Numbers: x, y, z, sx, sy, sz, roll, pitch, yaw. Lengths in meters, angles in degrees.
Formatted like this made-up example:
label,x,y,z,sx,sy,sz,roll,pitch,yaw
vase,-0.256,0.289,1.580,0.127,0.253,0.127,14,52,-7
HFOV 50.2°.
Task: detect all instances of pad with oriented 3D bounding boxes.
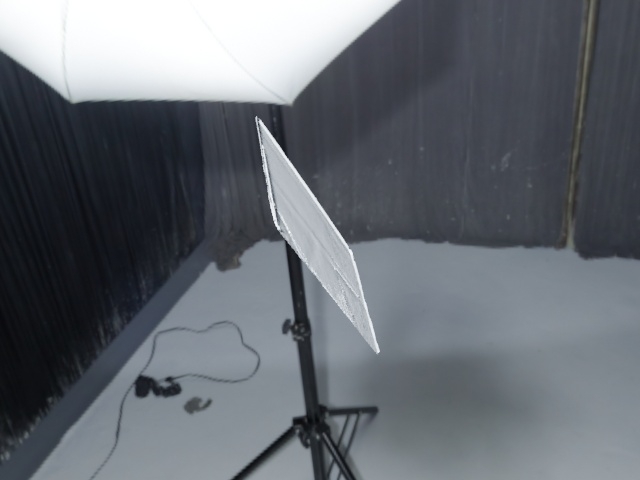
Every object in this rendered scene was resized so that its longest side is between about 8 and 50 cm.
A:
label,x,y,z,sx,sy,sz,roll,pitch,yaw
pad,0.000,0.000,0.668,0.004,0.232,0.157,-25,45,11
